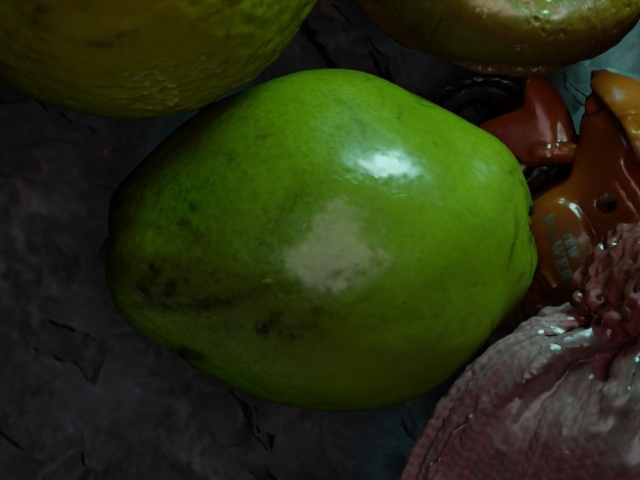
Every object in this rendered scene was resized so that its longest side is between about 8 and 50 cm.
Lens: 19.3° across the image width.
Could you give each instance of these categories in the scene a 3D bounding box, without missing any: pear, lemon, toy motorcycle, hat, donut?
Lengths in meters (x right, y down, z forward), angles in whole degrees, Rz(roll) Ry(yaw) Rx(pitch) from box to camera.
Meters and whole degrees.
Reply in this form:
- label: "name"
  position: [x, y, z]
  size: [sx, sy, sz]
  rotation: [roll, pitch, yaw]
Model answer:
- label: "pear"
  position: [0.000, 0.000, 1.149]
  size: [0.269, 0.212, 0.212]
  rotation: [-6, 95, -5]
- label: "lemon"
  position: [-0.117, -0.194, 1.071]
  size: [0.253, 0.310, 0.253]
  rotation: [-2, 76, 10]
- label: "toy motorcycle"
  position: [0.209, 0.024, 1.237]
  size: [0.221, 0.148, 0.325]
  rotation: [-20, 96, 13]
- label: "hat"
  position: [0.172, 0.119, 1.139]
  size: [0.237, 0.107, 0.286]
  rotation: [9, 107, -13]
- label: "donut"
  position: [0.121, -0.211, 1.189]
  size: [0.226, 0.114, 0.226]
  rotation: [2, 80, -11]
